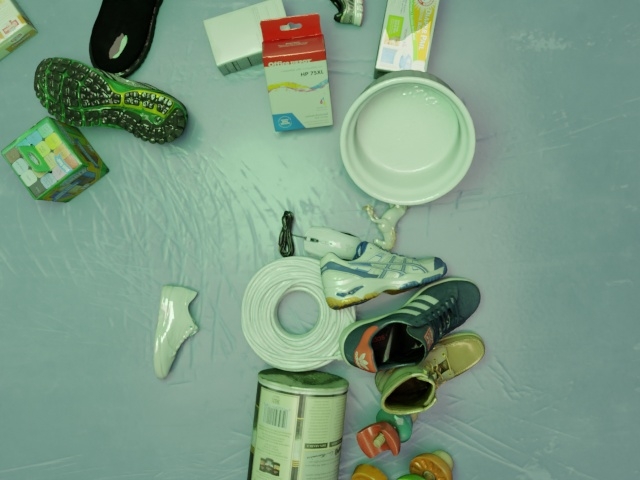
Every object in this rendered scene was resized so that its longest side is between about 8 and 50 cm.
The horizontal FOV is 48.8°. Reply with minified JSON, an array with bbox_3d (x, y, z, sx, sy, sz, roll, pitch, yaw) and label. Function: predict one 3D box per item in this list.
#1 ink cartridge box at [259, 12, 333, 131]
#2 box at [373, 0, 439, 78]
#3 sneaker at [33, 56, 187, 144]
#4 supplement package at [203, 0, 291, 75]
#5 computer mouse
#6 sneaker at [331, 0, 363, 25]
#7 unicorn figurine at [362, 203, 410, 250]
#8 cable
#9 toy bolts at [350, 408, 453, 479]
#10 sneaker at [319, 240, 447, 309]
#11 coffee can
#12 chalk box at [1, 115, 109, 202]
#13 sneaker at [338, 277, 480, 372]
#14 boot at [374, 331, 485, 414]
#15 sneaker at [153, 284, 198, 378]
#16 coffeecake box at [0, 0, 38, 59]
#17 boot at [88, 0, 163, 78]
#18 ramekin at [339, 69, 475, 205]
[{"bbox_3d":[-0.050,-0.356,1.512,0.134,0.078,0.231,-7,132,2],"label":"ink cartridge box"},{"bbox_3d":[0.190,-0.457,1.554,0.114,0.103,0.203,10,91,2],"label":"box"},{"bbox_3d":[-0.459,-0.302,1.554,0.343,0.146,0.134,20,105,-7],"label":"sneaker"},{"bbox_3d":[-0.154,-0.450,1.563,0.179,0.105,0.105,-17,91,1],"label":"supplement package"},{"bbox_3d":[0.000,0.000,1.595,0.192,0.042,0.106,10,90,2],"label":"computer mouse"},{"bbox_3d":[0.051,-0.563,1.577,0.074,0.063,0.171,-6,95,-4],"label":"sneaker"},{"bbox_3d":[0.147,-0.049,1.580,0.111,0.060,0.162,43,86,-10],"label":"unicorn figurine"},{"bbox_3d":[-0.048,0.162,1.576,0.256,0.089,0.257,-15,89,2],"label":"cable"},{"bbox_3d":[0.173,0.471,1.577,0.218,0.158,0.229,-13,103,41],"label":"toy bolts"},{"bbox_3d":[0.139,0.055,1.527,0.296,0.112,0.131,-11,77,-25],"label":"sneaker"},{"bbox_3d":[-0.051,0.432,1.522,0.201,0.201,0.276,7,91,2],"label":"coffee can"},{"bbox_3d":[-0.577,-0.173,1.524,0.132,0.213,0.132,-36,90,2],"label":"chalk box"},{"bbox_3d":[0.219,0.190,1.498,0.349,0.148,0.131,-26,106,-17],"label":"sneaker"},{"bbox_3d":[0.243,0.284,1.510,0.261,0.203,0.095,-21,91,3],"label":"boot"},{"bbox_3d":[-0.324,0.210,1.595,0.094,0.080,0.212,8,90,-10],"label":"sneaker"},{"bbox_3d":[-0.760,-0.513,1.598,0.142,0.068,0.186,-35,90,1],"label":"coffeecake box"},{"bbox_3d":[-0.428,-0.530,1.492,0.131,0.260,0.348,20,91,1],"label":"boot"},{"bbox_3d":[0.183,-0.226,1.497,0.277,0.135,0.277,3,118,5],"label":"ramekin"}]
